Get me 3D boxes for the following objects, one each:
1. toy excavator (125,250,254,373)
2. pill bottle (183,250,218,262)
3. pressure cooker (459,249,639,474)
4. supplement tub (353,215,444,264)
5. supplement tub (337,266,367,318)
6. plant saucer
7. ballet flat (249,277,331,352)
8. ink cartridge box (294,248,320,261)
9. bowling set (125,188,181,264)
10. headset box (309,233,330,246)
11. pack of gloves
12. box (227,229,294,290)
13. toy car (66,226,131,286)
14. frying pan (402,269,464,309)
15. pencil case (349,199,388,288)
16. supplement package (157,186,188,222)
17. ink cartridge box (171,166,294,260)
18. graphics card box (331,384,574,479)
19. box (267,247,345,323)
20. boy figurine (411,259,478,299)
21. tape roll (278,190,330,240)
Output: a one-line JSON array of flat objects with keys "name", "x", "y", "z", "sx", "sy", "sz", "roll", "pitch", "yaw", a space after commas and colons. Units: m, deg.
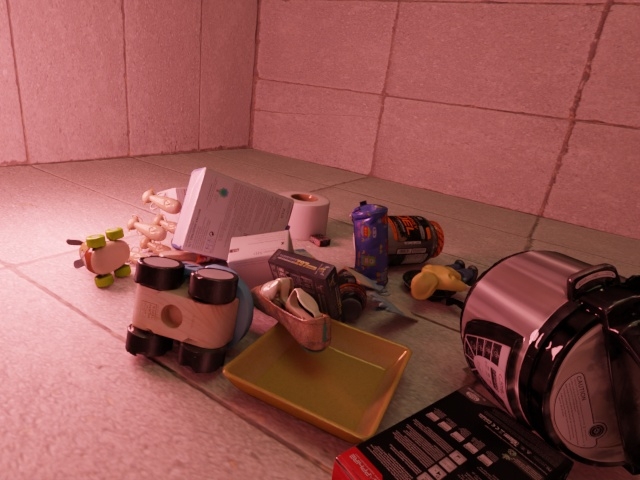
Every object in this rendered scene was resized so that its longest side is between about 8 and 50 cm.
[{"name": "toy excavator", "x": -0.351, "y": 0.139, "z": 1.109, "sx": 0.433, "sy": 0.222, "sz": 0.445, "roll": 12, "pitch": 7, "yaw": 14}, {"name": "pill bottle", "x": -0.379, "y": 0.015, "z": 1.477, "sx": 0.221, "sy": 0.121, "sz": 0.121, "roll": -5, "pitch": 24, "yaw": -33}, {"name": "pressure cooker", "x": 0.537, "y": 0.228, "z": 0.831, "sx": 0.370, "sy": 0.375, "sz": 0.420, "roll": 26, "pitch": 9, "yaw": -13}, {"name": "supplement tub", "x": 0.323, "y": 0.000, "z": 1.653, "sx": 0.338, "sy": 0.207, "sz": 0.207, "roll": -2, "pitch": 23, "yaw": -24}, {"name": "supplement tub", "x": 0.093, "y": 0.168, "z": 1.268, "sx": 0.106, "sy": 0.105, "sz": 0.198, "roll": 8, "pitch": 21, "yaw": 1}, {"name": "plant saucer", "x": 0.007, "y": 0.302, "z": 0.918, "sx": 0.333, "sy": 0.080, "sz": 0.333, "roll": 16, "pitch": 23, "yaw": 22}, {"name": "ballet flat", "x": -0.076, "y": 0.156, "z": 1.010, "sx": 0.108, "sy": 0.106, "sz": 0.316, "roll": -10, "pitch": 27, "yaw": -41}, {"name": "ink cartridge box", "x": -0.067, "y": 0.099, "z": 1.414, "sx": 0.092, "sy": 0.089, "sz": 0.143, "roll": -6, "pitch": 24, "yaw": -33}, {"name": "bowling set", "x": -0.605, "y": -0.018, "z": 1.470, "sx": 0.154, "sy": 0.286, "sz": 0.200, "roll": 21, "pitch": -20, "yaw": 14}, {"name": "headset box", "x": 0.000, "y": 0.000, "z": 1.783, "sx": 0.062, "sy": 0.032, "sz": 0.083, "roll": -9, "pitch": 25, "yaw": -37}, {"name": "pack of gloves", "x": 0.177, "y": 0.179, "z": 1.233, "sx": 0.232, "sy": 0.046, "sz": 0.195, "roll": 27, "pitch": 13, "yaw": -50}, {"name": "box", "x": -0.166, "y": 0.081, "z": 1.216, "sx": 0.181, "sy": 0.181, "sz": 0.119, "roll": -8, "pitch": 39, "yaw": 2}, {"name": "toy car", "x": -0.715, "y": 0.045, "z": 1.255, "sx": 0.189, "sy": 0.154, "sz": 0.149, "roll": 3, "pitch": 19, "yaw": 16}, {"name": "frying pan", "x": 0.442, "y": 0.185, "z": 1.424, "sx": 0.326, "sy": 0.053, "sz": 0.197, "roll": 26, "pitch": 28, "yaw": 35}, {"name": "pencil case", "x": 0.174, "y": 0.018, "z": 1.422, "sx": 0.133, "sy": 0.305, "sz": 0.119, "roll": -1, "pitch": 18, "yaw": 11}, {"name": "supplement package", "x": -0.566, "y": -0.156, "z": 1.751, "sx": 0.203, "sy": 0.149, "sz": 0.194, "roll": -12, "pitch": 8, "yaw": -43}, {"name": "ink cartridge box", "x": -0.265, "y": -0.053, "z": 1.374, "sx": 0.396, "sy": 0.269, "sz": 0.151, "roll": 17, "pitch": -3, "yaw": -32}, {"name": "graphics card box", "x": 0.232, "y": 0.409, "z": 0.697, "sx": 0.371, "sy": 0.094, "sz": 0.233, "roll": -10, "pitch": 26, "yaw": -36}, {"name": "box", "x": -0.034, "y": 0.142, "z": 1.103, "sx": 0.184, "sy": 0.232, "sz": 0.059, "roll": 16, "pitch": 48, "yaw": 29}, {"name": "boy figurine", "x": 0.420, "y": 0.135, "z": 1.365, "sx": 0.285, "sy": 0.092, "sz": 0.177, "roll": -12, "pitch": 27, "yaw": -38}, {"name": "tape roll", "x": -0.085, "y": -0.121, "z": 1.882, "sx": 0.246, "sy": 0.169, "sz": 0.246, "roll": 8, "pitch": 20, "yaw": -3}]
